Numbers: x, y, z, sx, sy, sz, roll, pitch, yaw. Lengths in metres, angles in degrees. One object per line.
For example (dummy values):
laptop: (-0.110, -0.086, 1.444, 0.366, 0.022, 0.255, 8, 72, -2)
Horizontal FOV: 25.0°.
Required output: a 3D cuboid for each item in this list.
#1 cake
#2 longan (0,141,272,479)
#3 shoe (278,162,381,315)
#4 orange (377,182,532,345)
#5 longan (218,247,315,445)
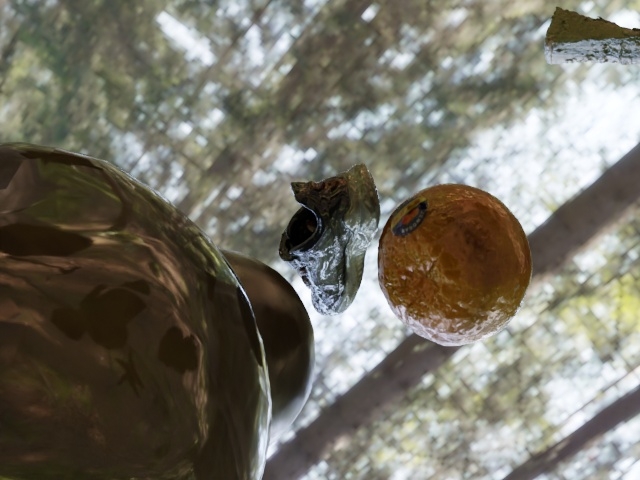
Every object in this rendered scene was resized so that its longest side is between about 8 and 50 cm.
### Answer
cake: (0.308, -0.214, 1.525, 0.140, 0.051, 0.055, 3, -117, 13)
longan: (-0.213, 0.107, 1.040, 0.404, 0.336, 0.404, 50, -168, -15)
shoe: (0.000, 0.000, 1.775, 0.112, 0.228, 0.099, 2, -137, -18)
orange: (0.146, 0.025, 1.580, 0.155, 0.177, 0.178, 1, -125, -57)
longan: (-0.130, 0.127, 1.595, 0.258, 0.258, 0.258, 22, -136, -24)
